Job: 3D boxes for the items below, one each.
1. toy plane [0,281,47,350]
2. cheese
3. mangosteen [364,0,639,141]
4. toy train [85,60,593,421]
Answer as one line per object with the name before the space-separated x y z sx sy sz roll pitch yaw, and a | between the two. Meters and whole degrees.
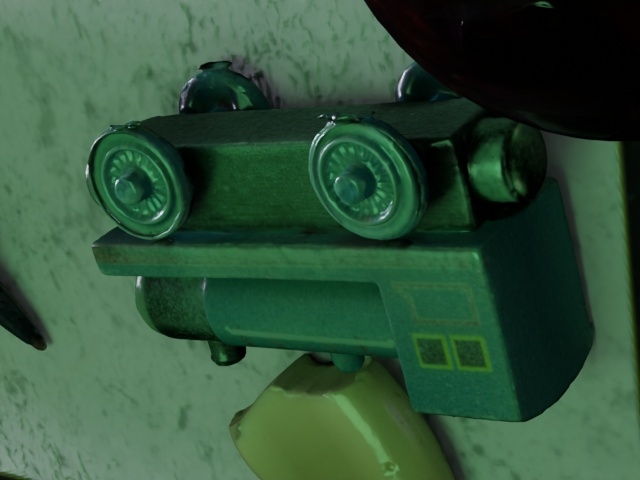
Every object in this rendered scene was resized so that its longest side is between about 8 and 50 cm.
toy plane | -0.315 -0.034 1.168 0.326 0.104 0.223 45 96 -2
cheese | 0.058 0.173 1.033 0.255 0.050 0.127 45 130 8
mangosteen | 0.126 -0.182 0.650 0.311 0.311 0.311 17 122 30
toy train | 0.000 0.000 0.946 0.298 0.120 0.194 1 118 37
